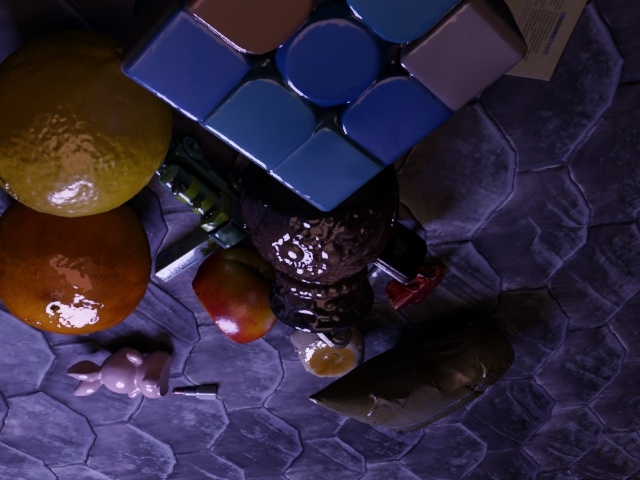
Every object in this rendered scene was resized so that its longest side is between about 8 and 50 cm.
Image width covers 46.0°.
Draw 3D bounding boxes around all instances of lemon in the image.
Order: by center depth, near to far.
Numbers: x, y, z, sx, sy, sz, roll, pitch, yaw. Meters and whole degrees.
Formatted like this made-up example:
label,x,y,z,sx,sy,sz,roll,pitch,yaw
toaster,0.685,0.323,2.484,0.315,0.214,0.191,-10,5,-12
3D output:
label,x,y,z,sx,sy,sz,roll,pitch,yaw
lemon,-0.359,-0.170,1.115,0.293,0.293,0.293,-3,134,-3

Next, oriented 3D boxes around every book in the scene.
label,x,y,z,sx,sy,sz,roll,pitch,yaw
book,0.310,-0.339,1.199,0.192,0.013,0.168,6,133,-12

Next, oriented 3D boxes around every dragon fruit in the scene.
label,x,y,z,sx,sy,sz,roll,pitch,yaw
dragon fruit,0.196,0.082,1.574,0.097,0.063,0.131,-9,145,-46

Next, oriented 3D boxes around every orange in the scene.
label,x,y,z,sx,sy,sz,roll,pitch,yaw
orange,-0.443,0.037,1.336,0.284,0.226,0.283,-1,128,-1

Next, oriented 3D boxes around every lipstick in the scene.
label,x,y,z,sx,sy,sz,roll,pitch,yaw
lipstick,-0.300,0.362,1.795,0.107,0.025,0.025,1,134,0

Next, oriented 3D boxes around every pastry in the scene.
label,x,y,z,sx,sy,sz,roll,pitch,yaw
pastry,0.020,0.230,1.662,0.166,0.088,0.165,-4,131,-4

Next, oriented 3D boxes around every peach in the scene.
label,x,y,z,sx,sy,sz,roll,pitch,yaw
peach,-0.162,0.108,1.459,0.190,0.190,0.192,20,127,-23

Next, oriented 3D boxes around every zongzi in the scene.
label,x,y,z,sx,sy,sz,roll,pitch,yaw
zongzi,0.211,0.278,1.611,0.356,0.174,0.393,-35,149,20

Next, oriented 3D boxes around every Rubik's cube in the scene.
label,x,y,z,sx,sy,sz,roll,pitch,yaw
Rubik's cube,-0.004,-0.314,0.963,0.344,0.346,0.347,33,122,-30

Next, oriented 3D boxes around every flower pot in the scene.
label,x,y,z,sx,sy,sz,roll,pitch,yaw
flower pot,0.000,0.000,1.297,0.267,0.266,0.267,-2,125,-4

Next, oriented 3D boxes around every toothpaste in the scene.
label,x,y,z,sx,sy,sz,roll,pitch,yaw
toothpaste,-0.253,0.019,1.459,0.164,0.046,0.034,-31,132,22

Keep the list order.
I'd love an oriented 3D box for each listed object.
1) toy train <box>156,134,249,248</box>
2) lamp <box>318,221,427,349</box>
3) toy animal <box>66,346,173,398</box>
label,x,y,z,sx,sy,sz,roll,pitch,yaw
toy train,-0.204,-0.090,1.301,0.083,0.132,0.200,-34,130,24
lamp,0.054,0.059,1.507,0.203,0.124,0.283,36,126,-9
toy animal,-0.439,0.283,1.660,0.213,0.124,0.124,7,133,-1
